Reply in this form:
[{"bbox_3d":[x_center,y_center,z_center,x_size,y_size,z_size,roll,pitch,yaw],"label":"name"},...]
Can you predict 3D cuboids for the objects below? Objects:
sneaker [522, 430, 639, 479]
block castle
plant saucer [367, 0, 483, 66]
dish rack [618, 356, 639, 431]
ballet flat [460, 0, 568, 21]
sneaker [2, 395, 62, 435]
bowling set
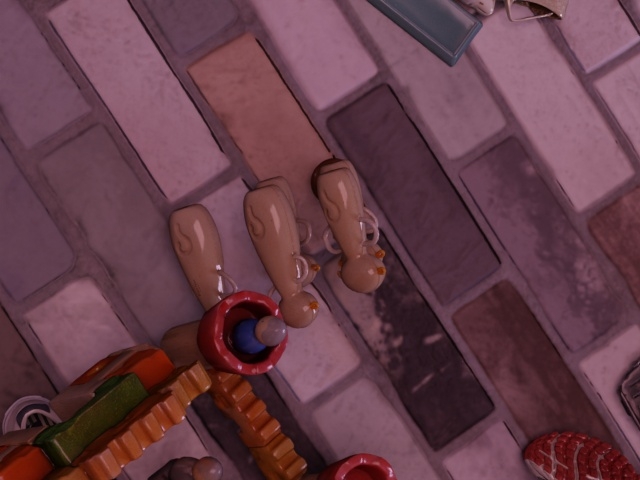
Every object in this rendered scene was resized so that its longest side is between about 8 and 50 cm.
[{"bbox_3d":[0.328,0.301,1.552,0.225,0.092,0.088,31,42,9],"label":"sneaker"},{"bbox_3d":[-0.154,0.279,1.312,0.453,0.213,0.303,-40,102,-33],"label":"block castle"},{"bbox_3d":[0.098,-0.284,1.574,0.192,0.018,0.067,37,81,-8],"label":"plant saucer"},{"bbox_3d":[0.485,0.226,1.597,0.208,0.074,0.271,-31,93,-12],"label":"dish rack"},{"bbox_3d":[0.210,-0.281,1.579,0.168,0.057,0.052,3,96,-11],"label":"ballet flat"},{"bbox_3d":[-0.259,0.284,1.433,0.094,0.091,0.258,-32,93,-11],"label":"sneaker"},{"bbox_3d":[0.000,0.000,1.464,0.200,0.287,0.154,-24,100,-45],"label":"bowling set"}]
